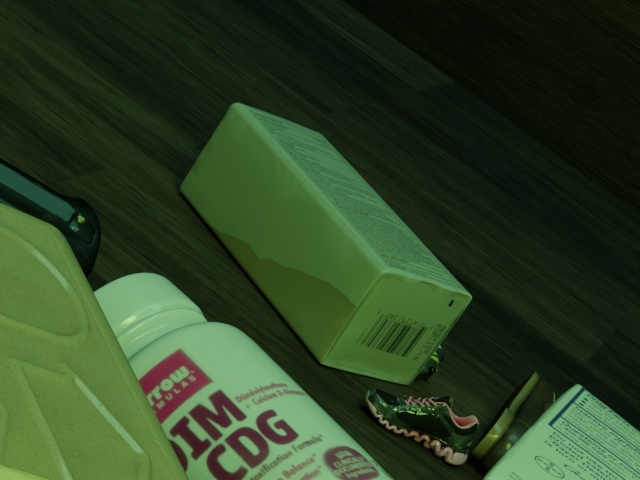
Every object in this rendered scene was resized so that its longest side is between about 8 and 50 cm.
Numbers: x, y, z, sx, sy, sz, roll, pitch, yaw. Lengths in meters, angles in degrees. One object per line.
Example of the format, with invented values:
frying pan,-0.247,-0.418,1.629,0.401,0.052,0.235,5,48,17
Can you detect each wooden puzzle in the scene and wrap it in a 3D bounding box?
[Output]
wooden puzzle,-0.224,0.074,1.222,0.348,0.080,0.322,33,20,-50

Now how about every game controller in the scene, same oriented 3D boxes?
game controller,-0.334,-0.067,1.763,0.319,0.067,0.166,32,2,-9

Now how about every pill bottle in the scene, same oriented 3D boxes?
pill bottle,-0.071,0.160,1.422,0.283,0.160,0.160,42,19,28

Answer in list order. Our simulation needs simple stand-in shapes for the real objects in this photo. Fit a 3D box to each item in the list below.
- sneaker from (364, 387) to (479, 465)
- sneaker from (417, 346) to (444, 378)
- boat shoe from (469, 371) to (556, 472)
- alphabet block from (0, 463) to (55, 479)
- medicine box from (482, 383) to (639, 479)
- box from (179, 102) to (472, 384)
sneaker,0.100,0.165,1.908,0.119,0.057,0.047,29,19,-13
sneaker,0.109,0.129,2.083,0.035,0.031,0.083,61,23,15
boat shoe,0.206,0.196,2.003,0.073,0.073,0.207,37,24,5
alphabet block,-0.208,0.220,0.956,0.197,0.192,0.193,24,18,-34
medicine box,0.125,0.264,1.319,0.149,0.263,0.289,38,18,11
box,0.000,0.000,2.064,0.148,0.121,0.311,17,23,-44
